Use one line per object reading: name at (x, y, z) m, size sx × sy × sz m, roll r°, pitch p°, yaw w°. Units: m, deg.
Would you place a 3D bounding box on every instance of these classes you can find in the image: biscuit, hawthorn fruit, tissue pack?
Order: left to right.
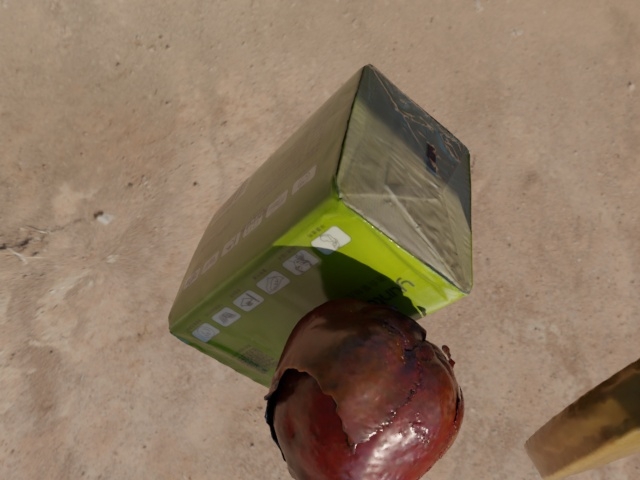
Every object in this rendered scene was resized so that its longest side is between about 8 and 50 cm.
tissue pack at (0.000, 0.000, 0.561) m, size 0.167 × 0.274 × 0.200 m, roll 35°, pitch 43°, yaw -23°
hawthorn fruit at (0.024, 0.131, 0.421) m, size 0.148 × 0.148 × 0.172 m, roll 34°, pitch 91°, yaw -17°
biscuit at (0.330, 0.099, 0.452) m, size 0.351 × 0.312 × 0.057 m, roll -33°, pitch 61°, yaw 4°
